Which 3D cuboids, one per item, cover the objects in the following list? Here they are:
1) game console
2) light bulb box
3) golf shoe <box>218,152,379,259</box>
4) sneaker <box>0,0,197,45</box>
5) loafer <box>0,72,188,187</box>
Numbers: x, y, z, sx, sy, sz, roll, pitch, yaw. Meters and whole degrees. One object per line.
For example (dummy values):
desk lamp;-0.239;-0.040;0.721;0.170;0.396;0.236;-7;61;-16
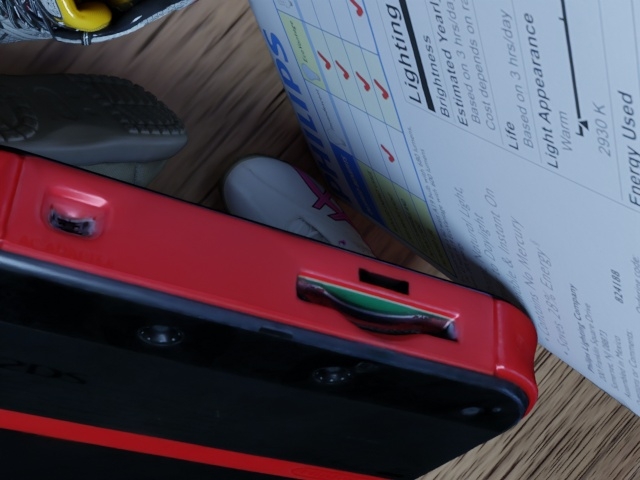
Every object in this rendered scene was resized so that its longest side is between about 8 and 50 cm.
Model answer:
game console;-0.098;0.098;0.526;0.386;0.060;0.342;17;142;-24
light bulb box;0.131;-0.143;0.482;0.225;0.361;0.358;-35;131;-13
golf shoe;0.000;0.000;0.658;0.067;0.086;0.186;-50;124;-2
sneaker;-0.141;-0.150;0.453;0.088;0.225;0.093;64;30;-33
loafer;-0.189;-0.044;0.484;0.268;0.102;0.092;-5;131;-52
